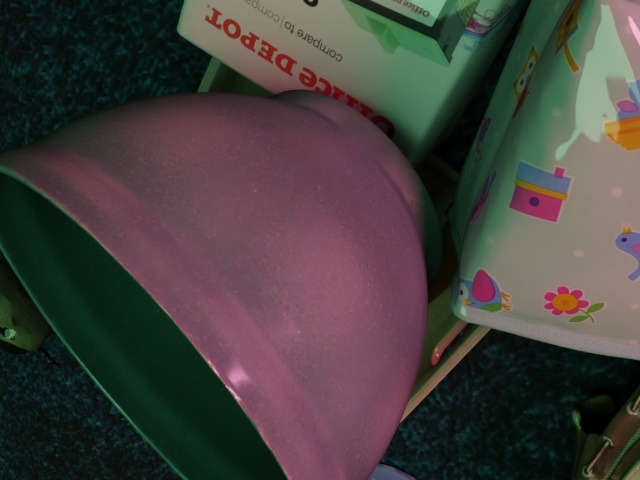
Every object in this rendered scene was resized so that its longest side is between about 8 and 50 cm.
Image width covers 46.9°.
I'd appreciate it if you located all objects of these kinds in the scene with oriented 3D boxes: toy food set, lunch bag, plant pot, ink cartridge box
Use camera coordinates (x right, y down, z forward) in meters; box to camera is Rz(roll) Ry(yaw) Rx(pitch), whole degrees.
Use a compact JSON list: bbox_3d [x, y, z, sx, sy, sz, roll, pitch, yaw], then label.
[{"bbox_3d":[0.000,0.000,0.631,0.306,0.092,0.220,37,128,7],"label":"toy food set"},{"bbox_3d":[0.231,-0.041,0.427,0.262,0.160,0.223,14,124,-2],"label":"lunch bag"},{"bbox_3d":[-0.045,0.023,0.478,0.293,0.196,0.293,35,149,25],"label":"plant pot"},{"bbox_3d":[0.048,-0.212,0.471,0.201,0.117,0.278,35,128,10],"label":"ink cartridge box"}]

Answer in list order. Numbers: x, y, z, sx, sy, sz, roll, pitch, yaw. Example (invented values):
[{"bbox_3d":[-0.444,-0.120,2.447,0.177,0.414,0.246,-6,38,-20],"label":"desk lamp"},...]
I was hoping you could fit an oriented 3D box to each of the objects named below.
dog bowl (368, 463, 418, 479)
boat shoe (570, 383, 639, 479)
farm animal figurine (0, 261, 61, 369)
[{"bbox_3d":[0.096,0.381,0.798,0.166,0.074,0.297,-28,100,38],"label":"dog bowl"},{"bbox_3d":[0.246,0.166,0.596,0.095,0.095,0.257,50,134,28],"label":"boat shoe"},{"bbox_3d":[-0.462,-0.005,0.847,0.330,0.172,0.327,12,121,25],"label":"farm animal figurine"}]
